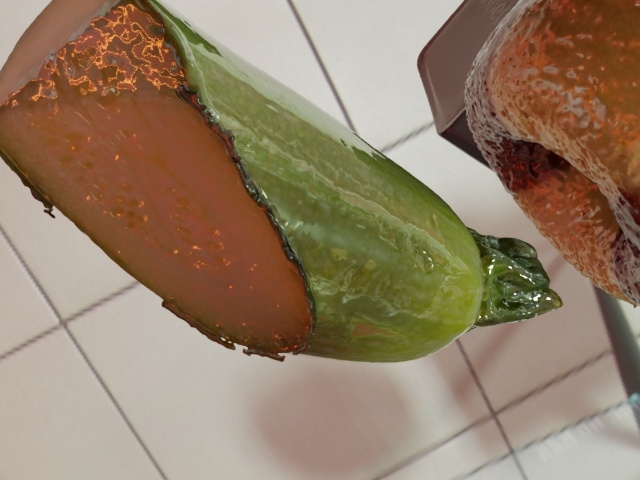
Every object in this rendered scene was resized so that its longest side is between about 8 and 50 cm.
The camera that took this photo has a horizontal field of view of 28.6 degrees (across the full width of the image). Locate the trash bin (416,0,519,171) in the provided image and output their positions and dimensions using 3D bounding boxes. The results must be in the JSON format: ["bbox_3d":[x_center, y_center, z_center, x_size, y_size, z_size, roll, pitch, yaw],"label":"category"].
[{"bbox_3d":[0.201,-0.089,0.962,0.225,0.165,0.115,34,112,-18],"label":"trash bin"}]

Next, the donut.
[{"bbox_3d":[0.128,-0.037,0.529,0.073,0.184,0.166,-40,107,-5],"label":"donut"}]

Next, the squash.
[{"bbox_3d":[-0.001,0.002,0.382,0.200,0.075,0.090,28,134,-32],"label":"squash"}]
